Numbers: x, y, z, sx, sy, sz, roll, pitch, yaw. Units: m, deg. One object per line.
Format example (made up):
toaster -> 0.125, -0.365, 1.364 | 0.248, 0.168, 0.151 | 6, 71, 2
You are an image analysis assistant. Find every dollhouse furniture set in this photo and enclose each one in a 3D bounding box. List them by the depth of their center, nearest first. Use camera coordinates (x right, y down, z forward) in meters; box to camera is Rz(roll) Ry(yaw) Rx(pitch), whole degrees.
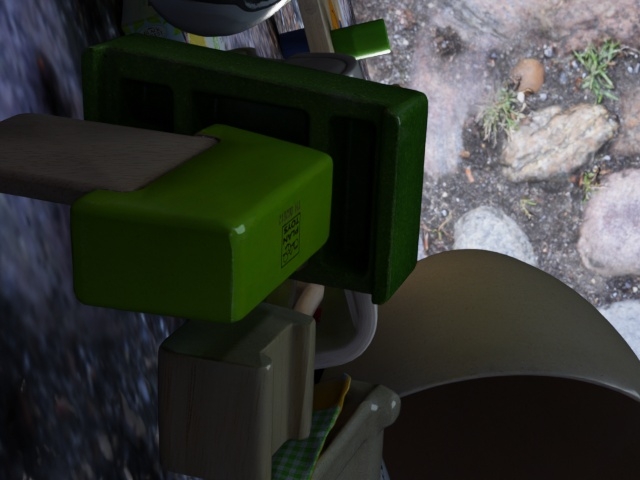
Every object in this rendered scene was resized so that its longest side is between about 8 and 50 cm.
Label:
dollhouse furniture set -> -0.064, 0.088, 0.506 | 0.197, 0.151, 0.302 | -42, 138, -58

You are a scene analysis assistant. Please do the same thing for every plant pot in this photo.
plant pot -> 0.122, 0.119, 0.946 | 0.191, 0.284, 0.284 | -93, 167, -45

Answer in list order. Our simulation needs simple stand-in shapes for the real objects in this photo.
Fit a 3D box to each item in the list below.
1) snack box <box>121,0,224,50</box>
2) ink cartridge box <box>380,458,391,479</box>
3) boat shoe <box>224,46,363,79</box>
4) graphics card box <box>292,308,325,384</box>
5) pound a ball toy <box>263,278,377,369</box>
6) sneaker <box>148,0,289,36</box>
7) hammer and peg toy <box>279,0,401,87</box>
snack box -> -0.093, -0.147, 0.774 | 0.100, 0.037, 0.141 | 70, 10, -45
ink cartridge box -> 0.011, 0.211, 0.753 | 0.203, 0.085, 0.148 | 70, 10, -45
boat shoe -> -0.040, -0.060, 0.631 | 0.206, 0.075, 0.065 | 14, -48, 57
graphics card box -> 0.065, 0.166, 1.194 | 0.233, 0.094, 0.371 | -83, 159, -68
pound a ball toy -> 0.000, 0.000, 0.841 | 0.319, 0.135, 0.208 | -80, 156, -69
sneaker -> -0.021, -0.238, 0.767 | 0.147, 0.145, 0.385 | 97, 7, -46
hammer and peg toy -> 0.000, -0.271, 1.305 | 0.266, 0.127, 0.361 | -71, 148, -75
